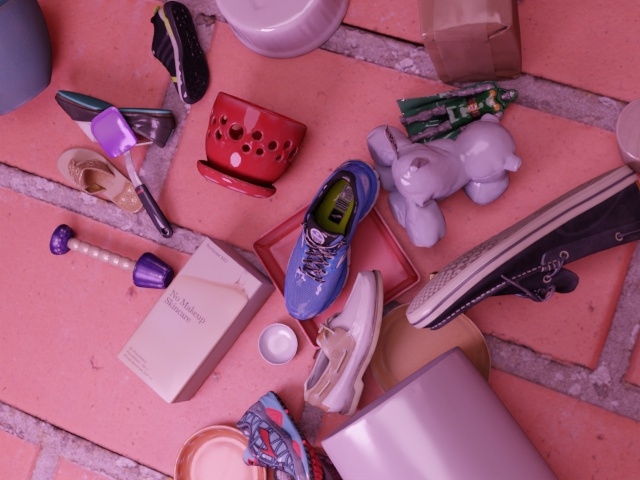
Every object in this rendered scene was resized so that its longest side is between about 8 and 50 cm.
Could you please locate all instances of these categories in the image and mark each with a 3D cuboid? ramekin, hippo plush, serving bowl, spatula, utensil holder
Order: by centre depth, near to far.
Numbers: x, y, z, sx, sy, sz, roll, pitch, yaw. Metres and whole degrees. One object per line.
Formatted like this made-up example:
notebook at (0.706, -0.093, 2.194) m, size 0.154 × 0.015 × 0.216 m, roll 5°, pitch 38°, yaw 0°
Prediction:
utensil holder at (0.231, 0.426, 1.662) m, size 0.327 × 0.327 × 0.385 m, roll -36°, pitch 82°, yaw 9°
hippo plush at (0.235, -0.159, 1.786) m, size 0.236 × 0.294 × 0.234 m, roll -24°, pitch 53°, yaw -7°
serving bowl at (-0.083, 0.210, 1.929) m, size 0.083 × 0.027 × 0.083 m, roll -1°, pitch 85°, yaw 14°
ramekin at (-0.088, -0.524, 1.942) m, size 0.277 × 0.135 × 0.277 m, roll -1°, pitch 85°, yaw 15°
spatula at (-0.389, -0.135, 1.999) m, size 0.084 × 0.030 × 0.296 m, roll -27°, pitch 90°, yaw 21°

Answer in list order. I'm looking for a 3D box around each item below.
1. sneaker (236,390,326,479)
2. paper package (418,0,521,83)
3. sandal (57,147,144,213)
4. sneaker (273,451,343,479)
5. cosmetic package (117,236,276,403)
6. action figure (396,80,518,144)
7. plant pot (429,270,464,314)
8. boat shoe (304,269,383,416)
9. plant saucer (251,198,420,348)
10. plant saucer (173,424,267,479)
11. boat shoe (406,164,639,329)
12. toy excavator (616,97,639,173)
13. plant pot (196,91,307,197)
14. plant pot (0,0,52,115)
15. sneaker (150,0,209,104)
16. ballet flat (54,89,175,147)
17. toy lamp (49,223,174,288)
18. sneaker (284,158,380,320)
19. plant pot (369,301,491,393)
sneaker at (-0.081, 0.409, 1.822) m, size 0.125 × 0.104 × 0.262 m, roll -34°, pitch 36°, yaw -6°
paper package at (0.275, -0.488, 1.755) m, size 0.168 × 0.309 × 0.325 m, roll -3°, pitch 83°, yaw 14°
sandal at (-0.481, -0.136, 2.036) m, size 0.240 × 0.079 × 0.088 m, roll 30°, pitch 93°, yaw 15°
sneaker at (0.027, 0.483, 1.807) m, size 0.281 × 0.162 × 0.106 m, roll 17°, pitch 90°, yaw 15°
cosmetic package at (-0.249, 0.162, 1.934) m, size 0.160 × 0.113 × 0.309 m, roll 38°, pitch 96°, yaw 15°
action figure at (0.274, -0.251, 1.860) m, size 0.232 × 0.063 × 0.137 m, roll -19°, pitch 92°, yaw 16°
plant pot at (0.252, 0.104, 1.828) m, size 0.081 × 0.081 × 0.083 m, roll 2°, pitch 92°, yaw 15°
boat shoe at (0.044, 0.194, 1.812) m, size 0.103 × 0.113 × 0.302 m, roll 11°, pitch 106°, yaw -8°
plant saucer at (0.031, 0.043, 1.906) m, size 0.258 × 0.048 × 0.259 m, roll -34°, pitch 79°, yaw 9°
plant saucer at (-0.200, 0.474, 1.931) m, size 0.200 × 0.037 × 0.200 m, roll -2°, pitch 84°, yaw 14°
boat shoe at (0.384, 0.040, 1.705) m, size 0.500 × 0.187 × 0.156 m, roll -29°, pitch 91°, yaw -12°
toy excavator at (0.802, -0.128, 1.665) m, size 0.433 × 0.222 × 0.445 m, roll -28°, pitch 65°, yaw 11°
plant pot at (-0.141, -0.185, 1.902) m, size 0.191 × 0.191 × 0.174 m, roll 22°, pitch 99°, yaw 15°
plant pot at (-0.691, -0.385, 2.038) m, size 0.290 × 0.290 × 0.195 m, roll -26°, pitch 116°, yaw 11°
sneaker at (-0.307, -0.394, 2.030) m, size 0.097 × 0.084 × 0.235 m, roll -18°, pitch 79°, yaw 36°
ballet flat at (-0.447, -0.252, 2.035) m, size 0.280 × 0.095 × 0.096 m, roll 13°, pitch 103°, yaw 15°
toy lamp at (-0.439, 0.038, 2.011) m, size 0.274 × 0.080 × 0.080 m, roll 17°, pitch 89°, yaw 14°
sneaker at (0.000, 0.000, 1.808) m, size 0.129 × 0.147 × 0.330 m, roll 23°, pitch 103°, yaw 16°
plant pot at (0.210, 0.223, 1.819) m, size 0.236 × 0.032 × 0.236 m, roll 6°, pitch 107°, yaw 19°
